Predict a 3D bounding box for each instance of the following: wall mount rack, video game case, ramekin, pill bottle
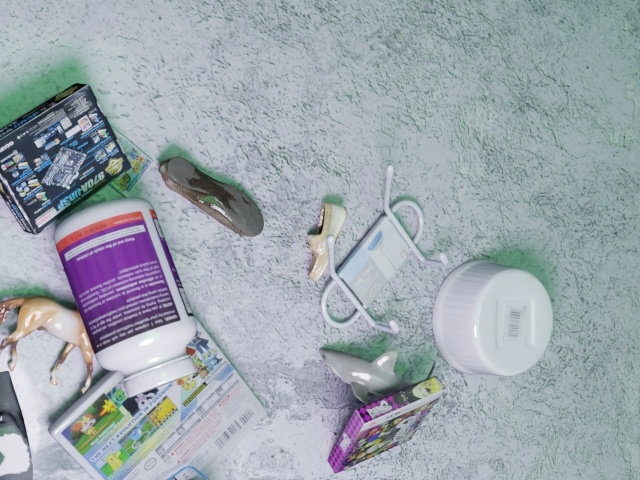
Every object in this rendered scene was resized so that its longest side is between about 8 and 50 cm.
[{"bbox_3d":[0.123,0.019,1.796,0.350,0.130,0.304,-51,122,-22],"label":"wall mount rack"},{"bbox_3d":[-0.294,0.340,1.609,0.329,0.036,0.300,-44,118,-22],"label":"video game case"},{"bbox_3d":[0.409,0.184,1.978,0.277,0.135,0.277,0,91,-30],"label":"ramekin"},{"bbox_3d":[0.136,0.389,1.788,0.210,0.232,0.041,-16,57,-29],"label":"video game case"},{"bbox_3d":[-0.329,0.099,1.475,0.182,0.181,0.322,-17,82,-29],"label":"pill bottle"},{"bbox_3d":[-0.381,-0.150,1.580,0.122,0.011,0.087,42,71,-24],"label":"video game case"}]

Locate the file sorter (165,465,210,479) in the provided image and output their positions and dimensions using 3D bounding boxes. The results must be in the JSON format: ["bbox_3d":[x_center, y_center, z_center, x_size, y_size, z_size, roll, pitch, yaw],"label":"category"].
[{"bbox_3d":[-0.242,0.527,1.588,0.118,0.104,0.170,-31,130,-31],"label":"file sorter"}]

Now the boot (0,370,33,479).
[{"bbox_3d":[-0.668,0.419,1.305,0.445,0.146,0.366,-6,85,-40],"label":"boot"}]

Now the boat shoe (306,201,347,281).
[{"bbox_3d":[0.000,0.000,1.783,0.059,0.063,0.170,22,81,-14],"label":"boat shoe"}]

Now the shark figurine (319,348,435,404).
[{"bbox_3d":[0.150,0.281,1.798,0.278,0.166,0.116,20,103,-26],"label":"shark figurine"}]

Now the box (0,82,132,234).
[{"bbox_3d":[-0.454,-0.142,1.464,0.220,0.051,0.175,-42,127,-28],"label":"box"}]

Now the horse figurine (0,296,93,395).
[{"bbox_3d":[-0.475,0.165,1.502,0.263,0.066,0.174,24,86,-31],"label":"horse figurine"}]

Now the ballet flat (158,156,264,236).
[{"bbox_3d":[-0.214,-0.081,1.661,0.250,0.058,0.084,33,53,-32],"label":"ballet flat"}]
